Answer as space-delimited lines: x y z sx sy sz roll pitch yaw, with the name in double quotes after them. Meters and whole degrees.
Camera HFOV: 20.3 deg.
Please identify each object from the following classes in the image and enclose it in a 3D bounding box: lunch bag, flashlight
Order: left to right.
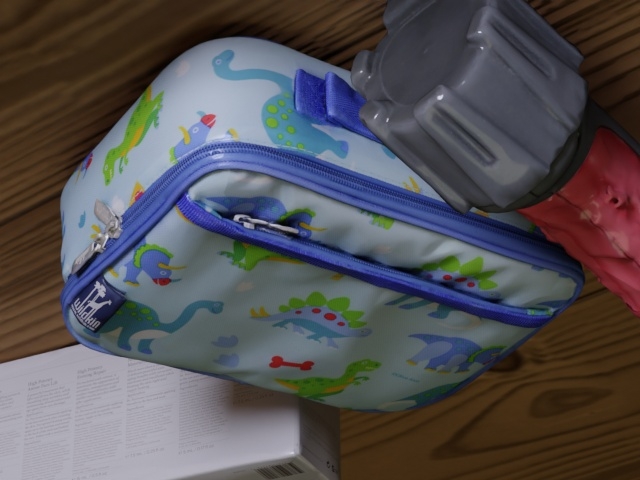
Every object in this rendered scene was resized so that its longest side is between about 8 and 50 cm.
0.000 0.000 0.823 0.219 0.090 0.176 19 141 -30 "lunch bag"
0.141 0.014 0.750 0.304 0.103 0.103 39 159 -29 "flashlight"

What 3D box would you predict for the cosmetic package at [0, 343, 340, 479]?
-0.106 0.106 0.985 0.239 0.099 0.060 -14 148 22 "cosmetic package"
